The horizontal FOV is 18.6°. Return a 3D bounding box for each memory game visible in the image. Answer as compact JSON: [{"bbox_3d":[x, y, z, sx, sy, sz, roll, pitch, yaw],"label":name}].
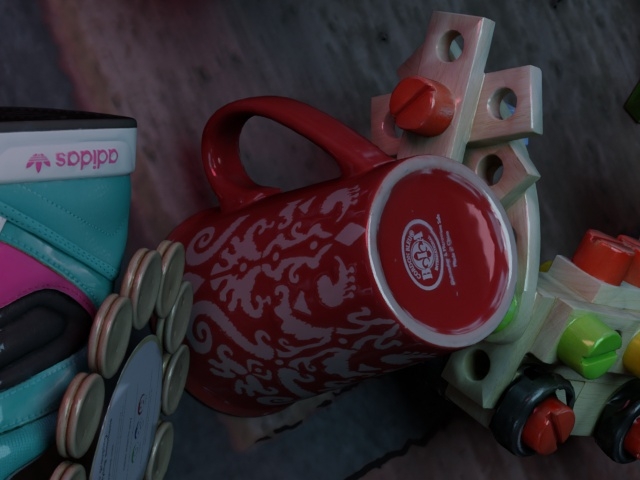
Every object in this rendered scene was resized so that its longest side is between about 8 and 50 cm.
[{"bbox_3d":[-0.092,0.090,0.883,0.012,0.186,0.186,13,65,10],"label":"memory game"}]

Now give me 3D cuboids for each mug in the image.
[{"bbox_3d":[-0.004,0.008,0.949,0.150,0.169,0.113,50,56,-16],"label":"mug"}]

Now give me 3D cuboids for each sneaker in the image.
[{"bbox_3d":[-0.206,0.040,0.803,0.295,0.124,0.178,-6,101,-37],"label":"sneaker"}]

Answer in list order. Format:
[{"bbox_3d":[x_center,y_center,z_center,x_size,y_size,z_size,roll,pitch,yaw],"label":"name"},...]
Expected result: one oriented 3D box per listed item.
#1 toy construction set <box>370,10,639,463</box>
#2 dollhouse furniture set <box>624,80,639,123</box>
[{"bbox_3d":[0.160,0.005,1.058,0.328,0.151,0.215,17,106,-36],"label":"toy construction set"},{"bbox_3d":[0.264,-0.052,1.232,0.151,0.058,0.076,48,56,-18],"label":"dollhouse furniture set"}]
